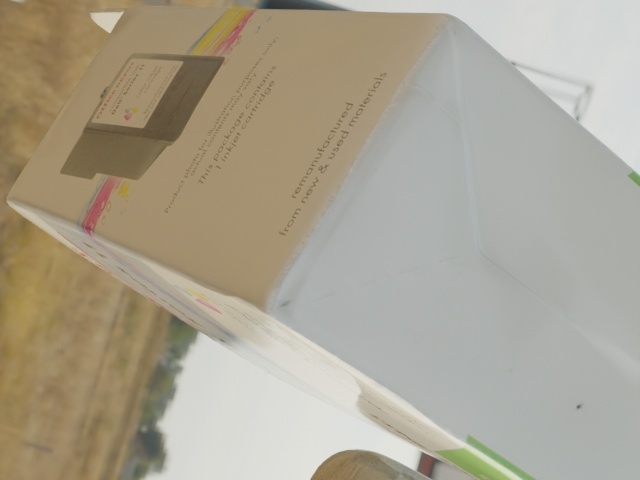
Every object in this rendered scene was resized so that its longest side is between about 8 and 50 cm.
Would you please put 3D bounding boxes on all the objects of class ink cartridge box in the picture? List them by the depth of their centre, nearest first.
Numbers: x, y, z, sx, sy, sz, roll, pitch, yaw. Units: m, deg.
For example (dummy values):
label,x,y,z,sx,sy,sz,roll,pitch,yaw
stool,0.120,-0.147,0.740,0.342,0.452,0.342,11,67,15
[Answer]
label,x,y,z,sx,sy,sz,roll,pitch,yaw
ink cartridge box,0.000,0.000,0.648,0.119,0.207,0.353,-59,-152,-8

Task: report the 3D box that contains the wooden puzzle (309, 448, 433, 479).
label,x,y,z,sx,sy,sz,roll,pitch,yaw
wooden puzzle,0.084,0.329,0.806,0.322,0.348,0.080,-60,-163,-4
